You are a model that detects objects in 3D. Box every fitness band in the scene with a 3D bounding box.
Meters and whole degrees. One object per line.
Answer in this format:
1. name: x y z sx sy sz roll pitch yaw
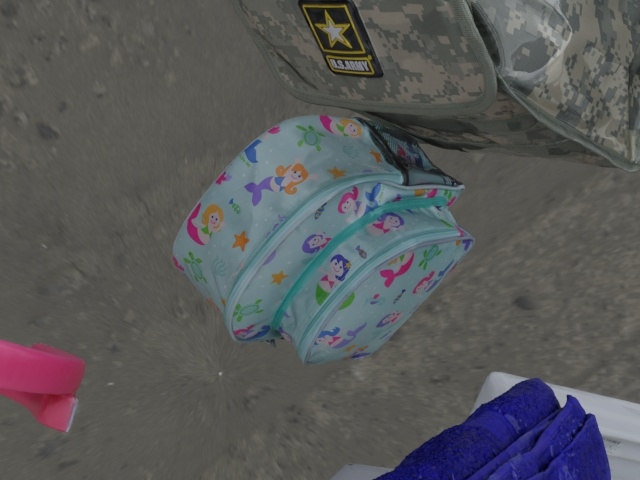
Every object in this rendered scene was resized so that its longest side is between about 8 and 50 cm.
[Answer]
1. fitness band: -0.283 0.078 0.977 0.209 0.291 0.054 21 82 -18

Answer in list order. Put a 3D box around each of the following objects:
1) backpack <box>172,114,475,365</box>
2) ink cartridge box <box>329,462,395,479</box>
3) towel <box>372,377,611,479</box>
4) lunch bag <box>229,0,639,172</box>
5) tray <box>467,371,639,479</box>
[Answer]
1. backpack: 0.000 0.000 1.223 0.225 0.253 0.191 -49 60 22
2. ink cartridge box: 0.052 0.336 0.961 0.201 0.117 0.278 -41 114 -34
3. towel: 0.128 0.216 0.816 0.076 0.308 0.227 -15 88 26
4. lunch bag: 0.083 -0.163 0.954 0.287 0.235 0.169 21 83 -43
5. tray: 0.273 0.216 1.314 0.270 0.030 0.145 13 125 -7
